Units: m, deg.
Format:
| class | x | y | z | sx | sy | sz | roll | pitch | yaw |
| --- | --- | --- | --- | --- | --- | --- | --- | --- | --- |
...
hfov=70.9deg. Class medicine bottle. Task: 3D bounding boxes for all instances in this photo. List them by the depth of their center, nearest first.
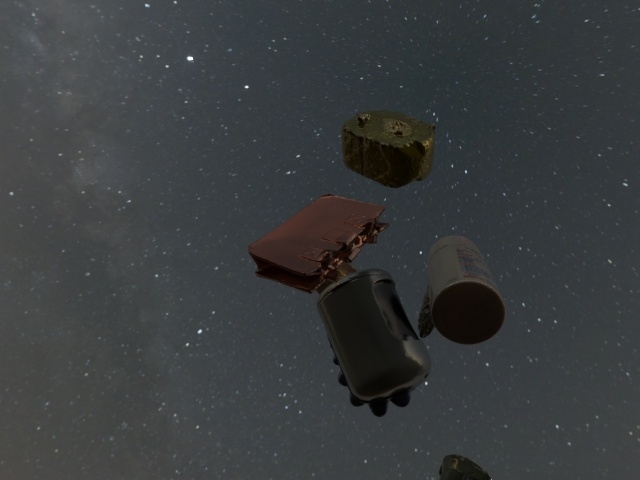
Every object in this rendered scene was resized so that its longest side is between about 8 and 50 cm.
| class | x | y | z | sx | sy | sz | roll | pitch | yaw |
| --- | --- | --- | --- | --- | --- | --- | --- | --- | --- |
| medicine bottle | 0.292 | 0.081 | 0.951 | 0.131 | 0.341 | 0.130 | 3 | -72 | 11 |

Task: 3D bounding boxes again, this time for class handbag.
| class | x | y | z | sx | sy | sz | roll | pitch | yaw |
| --- | --- | --- | --- | --- | --- | --- | --- | --- | --- |
| handbag | 0.000 | 0.000 | 0.754 | 0.158 | 0.213 | 0.059 | 15 | -50 | 40 |

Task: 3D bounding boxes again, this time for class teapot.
| class | x | y | z | sx | sy | sz | roll | pitch | yaw |
| --- | --- | --- | --- | --- | --- | --- | --- | --- | --- |
| teapot | 0.313 | 0.628 | 1.030 | 0.171 | 0.225 | 0.203 | 53 | -40 | -7 |

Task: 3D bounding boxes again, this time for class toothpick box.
| class | x | y | z | sx | sy | sz | roll | pitch | yaw |
| --- | --- | --- | --- | --- | --- | --- | --- | --- | --- |
| toothpick box | 0.143 | 0.286 | 1.227 | 0.263 | 0.263 | 0.354 | -38 | -122 | 23 |

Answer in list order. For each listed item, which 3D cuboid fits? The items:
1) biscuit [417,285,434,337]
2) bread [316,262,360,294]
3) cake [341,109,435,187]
| class | x | y | z | sx | sy | sz | roll | pitch | yaw |
| --- | --- | --- | --- | --- | --- | --- | --- | --- | --- |
| biscuit | 0.347 | 0.134 | 1.300 | 0.038 | 0.141 | 0.289 | 22 | -77 | -8 |
| bread | 0.089 | 0.153 | 1.486 | 0.236 | 0.139 | 0.106 | 35 | -50 | -25 |
| cake | 0.184 | -0.248 | 1.183 | 0.261 | 0.179 | 0.156 | 34 | -33 | 39 |
